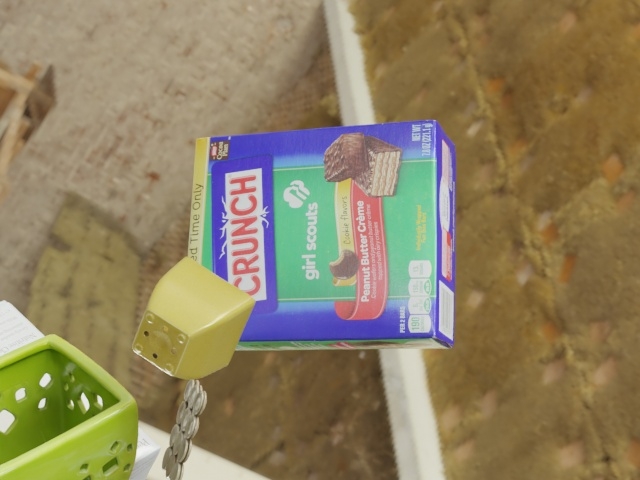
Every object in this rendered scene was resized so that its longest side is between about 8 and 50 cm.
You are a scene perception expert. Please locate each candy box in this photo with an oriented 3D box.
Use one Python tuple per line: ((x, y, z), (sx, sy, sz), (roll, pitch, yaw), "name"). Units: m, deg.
((0.000, 0.000, 1.424), (0.317, 0.122, 0.268), (-3, -104, 18), "candy box")

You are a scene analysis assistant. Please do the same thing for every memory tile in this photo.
((-0.202, 0.285, 1.718), (0.113, 0.012, 0.148), (-160, -92, -71), "memory tile")

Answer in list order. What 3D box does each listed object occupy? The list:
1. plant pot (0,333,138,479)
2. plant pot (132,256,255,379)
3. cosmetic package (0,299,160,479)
((-0.383, 0.293, 1.548), (0.227, 0.228, 0.207), (29, -47, 42), "plant pot")
((-0.123, 0.078, 1.038), (0.083, 0.081, 0.081), (-37, 154, -60), "plant pot")
((-0.475, 0.299, 1.857), (0.217, 0.385, 0.156), (-31, 153, -52), "cosmetic package")
